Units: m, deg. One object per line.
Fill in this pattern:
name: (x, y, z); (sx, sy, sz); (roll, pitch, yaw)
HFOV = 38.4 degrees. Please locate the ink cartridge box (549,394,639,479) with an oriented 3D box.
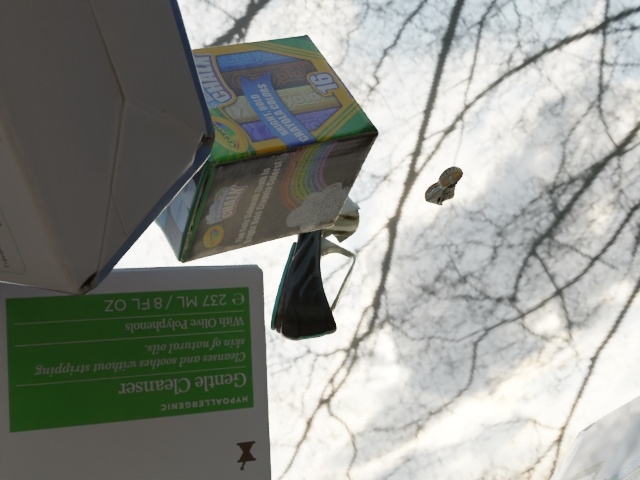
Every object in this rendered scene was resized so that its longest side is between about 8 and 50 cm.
ink cartridge box: (0.264, 0.268, 0.687); (0.270, 0.198, 0.197); (-43, -7, -35)

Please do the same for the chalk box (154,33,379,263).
chalk box: (-0.085, -0.078, 0.793); (0.213, 0.132, 0.132); (-13, -33, -32)

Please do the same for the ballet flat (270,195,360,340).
ballet flat: (0.000, 0.000, 1.184); (0.096, 0.280, 0.095); (7, -23, 1)

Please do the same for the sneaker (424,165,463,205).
sneaker: (0.196, -0.083, 1.406); (0.037, 0.031, 0.083); (22, -40, -24)

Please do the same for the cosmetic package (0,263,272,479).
cosmetic package: (-0.145, 0.204, 0.665); (0.197, 0.365, 0.155); (-3, -3, -24)

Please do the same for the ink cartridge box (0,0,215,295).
ink cartridge box: (-0.285, -0.138, 0.499); (0.396, 0.151, 0.269); (5, -53, 24)
